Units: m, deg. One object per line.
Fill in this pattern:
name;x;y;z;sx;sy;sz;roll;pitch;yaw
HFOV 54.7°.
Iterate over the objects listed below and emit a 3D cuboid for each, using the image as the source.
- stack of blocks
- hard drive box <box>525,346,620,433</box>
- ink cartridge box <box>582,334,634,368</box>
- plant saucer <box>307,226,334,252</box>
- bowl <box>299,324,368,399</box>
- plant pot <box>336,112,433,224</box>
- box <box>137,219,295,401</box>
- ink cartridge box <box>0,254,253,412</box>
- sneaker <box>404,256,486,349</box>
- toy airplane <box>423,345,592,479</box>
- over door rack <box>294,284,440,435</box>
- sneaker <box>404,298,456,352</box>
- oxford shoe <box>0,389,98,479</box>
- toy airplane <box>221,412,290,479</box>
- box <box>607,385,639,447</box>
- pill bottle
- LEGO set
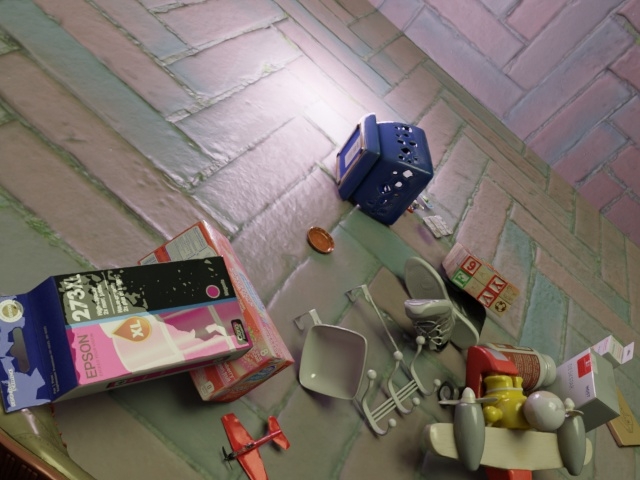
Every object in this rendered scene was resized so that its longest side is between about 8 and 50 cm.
stack of blocks;0.452;0.103;1.779;0.171;0.087;0.297;36;10;1
hard drive box;0.664;0.424;1.649;0.089;0.232;0.181;36;36;-9
ink cartridge box;0.892;0.370;1.958;0.061;0.181;0.104;46;36;4
plant saucer;0.000;0.000;1.637;0.083;0.013;0.083;24;40;-22
bowl;0.033;0.252;1.300;0.142;0.142;0.053;10;-2;24
plant pot;0.177;-0.224;1.850;0.212;0.236;0.236;21;42;-19
box;-0.194;0.134;1.165;0.300;0.154;0.142;58;4;20
ink cartridge box;-0.297;0.130;0.957;0.370;0.069;0.176;-8;66;-35
sneaker;0.353;0.158;1.744;0.296;0.104;0.147;52;33;6
toy airplane;0.437;0.443;1.382;0.384;0.272;0.386;46;40;6
over door rack;0.124;0.251;1.425;0.239;0.108;0.324;-19;67;-51
sneaker;0.284;0.213;1.541;0.281;0.105;0.115;33;58;-57
oxford shoe;-0.407;0.284;0.885;0.348;0.123;0.130;40;34;-4
toy airplane;-0.116;0.376;1.140;0.151;0.028;0.151;25;39;-22
box;0.942;0.552;1.958;0.164;0.021;0.201;12;46;-35
pill bottle;0.519;0.343;1.662;0.216;0.121;0.121;10;47;-23
LEGO set;0.321;-0.101;2.032;0.244;0.060;0.182;54;25;13
